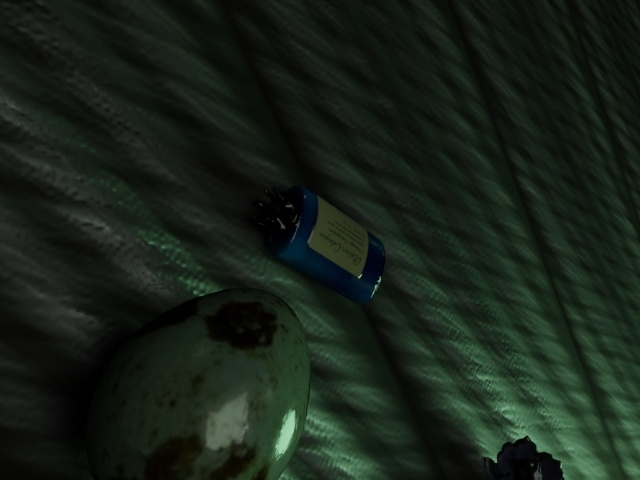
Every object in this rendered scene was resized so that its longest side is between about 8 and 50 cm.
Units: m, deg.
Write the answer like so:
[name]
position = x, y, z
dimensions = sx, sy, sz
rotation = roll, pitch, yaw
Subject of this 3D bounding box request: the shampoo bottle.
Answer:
[shampoo bottle]
position = 0.000, 0.000, 0.782
dimensions = 0.183, 0.050, 0.087
rotation = 32, 65, -38

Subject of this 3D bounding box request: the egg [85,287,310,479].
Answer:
[egg]
position = -0.092, 0.131, 0.584
dimensions = 0.169, 0.169, 0.231
rotation = 59, 41, -21

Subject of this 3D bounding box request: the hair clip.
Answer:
[hair clip]
position = 0.286, 0.372, 0.961
dimensions = 0.052, 0.124, 0.195
rotation = 44, 39, -61

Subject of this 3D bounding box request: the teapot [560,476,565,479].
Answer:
[teapot]
position = 0.383, 0.427, 1.048
dimensions = 0.232, 0.159, 0.158
rotation = 56, 47, -46
